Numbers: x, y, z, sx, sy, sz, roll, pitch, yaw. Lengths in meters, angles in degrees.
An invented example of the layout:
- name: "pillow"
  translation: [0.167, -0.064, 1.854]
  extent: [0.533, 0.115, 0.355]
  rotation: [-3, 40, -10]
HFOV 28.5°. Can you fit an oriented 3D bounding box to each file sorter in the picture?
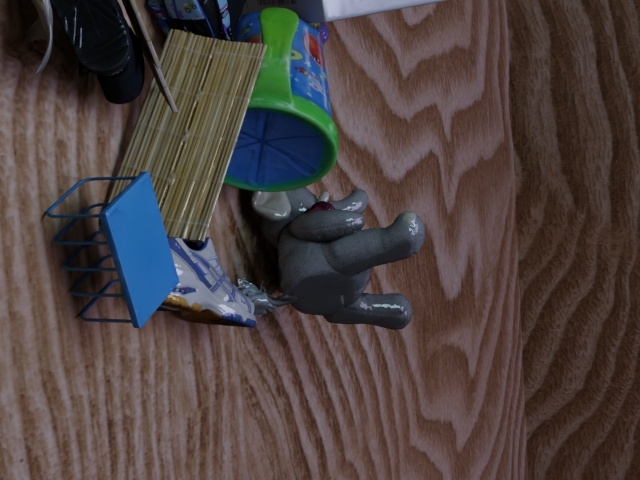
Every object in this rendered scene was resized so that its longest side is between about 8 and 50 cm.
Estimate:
- name: "file sorter"
  translation: [-0.275, 0.011, 1.662]
  extent: [0.118, 0.104, 0.170]
  rotation: [-56, 140, -54]

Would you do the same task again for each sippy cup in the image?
- name: "sippy cup"
  translation: [-0.084, -0.230, 1.980]
  extent: [0.240, 0.305, 0.224]
  rotation: [29, 50, -34]

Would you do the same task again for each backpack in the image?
- name: "backpack"
  translation: [-0.185, -0.380, 1.854]
  extent: [0.173, 0.117, 0.158]
  rotation: [63, 35, -48]

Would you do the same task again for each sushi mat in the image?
- name: "sushi mat"
  translation: [-0.189, -0.150, 1.765]
  extent: [0.019, 0.151, 0.316]
  rotation: [77, 28, -69]

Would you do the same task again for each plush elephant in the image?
- name: "plush elephant"
  translation: [0.000, 0.000, 2.155]
  extent: [0.272, 0.330, 0.255]
  rotation: [83, -2, -50]

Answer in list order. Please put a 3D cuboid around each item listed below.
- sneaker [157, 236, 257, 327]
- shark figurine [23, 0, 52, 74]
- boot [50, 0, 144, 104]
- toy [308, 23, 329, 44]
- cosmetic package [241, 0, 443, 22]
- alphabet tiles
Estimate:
- name: "sneaker"
  translation: [-0.173, 0.054, 1.894]
  extent: [0.296, 0.112, 0.131]
  rotation: [32, 60, -64]
- name: "shark figurine"
  translation: [-0.384, -0.306, 1.423]
  extent: [0.166, 0.116, 0.278]
  rotation: [-58, 151, 12]
- name: "boot"
  translation: [-0.298, -0.302, 1.601]
  extent: [0.207, 0.094, 0.246]
  rotation: [136, -68, -84]
- name: "toy"
  translation: [-0.025, -0.383, 2.309]
  extent: [0.237, 0.056, 0.137]
  rotation: [-23, 113, -65]
- name: "cosmetic package"
  translation: [0.096, -0.479, 2.160]
  extent: [0.453, 0.230, 0.161]
  rotation: [-18, 109, -39]
- name: "alphabet tiles"
  translation: [-0.244, -0.290, 1.677]
  extent: [0.198, 0.009, 0.237]
  rotation: [-126, -166, -61]
